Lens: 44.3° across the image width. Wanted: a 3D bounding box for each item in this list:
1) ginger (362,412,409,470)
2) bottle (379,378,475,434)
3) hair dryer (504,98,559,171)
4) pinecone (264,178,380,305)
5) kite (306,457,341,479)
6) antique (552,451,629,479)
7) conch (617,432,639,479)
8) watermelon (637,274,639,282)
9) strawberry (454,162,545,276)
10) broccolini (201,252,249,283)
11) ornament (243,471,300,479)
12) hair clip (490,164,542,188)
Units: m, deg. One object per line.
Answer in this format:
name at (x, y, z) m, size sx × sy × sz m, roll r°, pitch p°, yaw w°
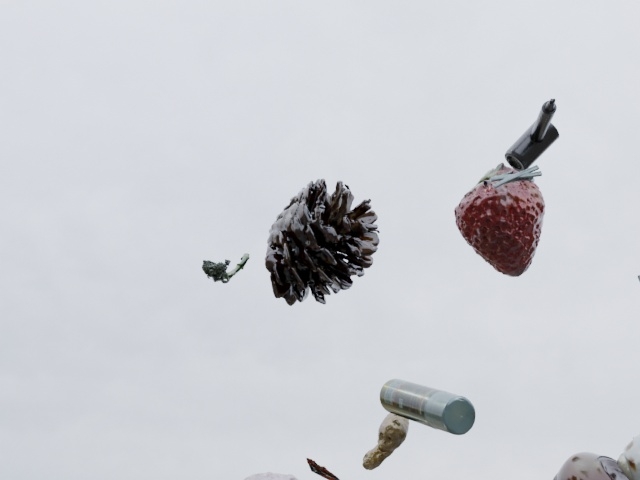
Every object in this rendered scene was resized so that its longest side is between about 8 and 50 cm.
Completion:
ginger at (0.158, 0.475, 1.870) m, size 0.067 × 0.165 × 0.096 m, roll 32°, pitch -22°, yaw 19°
bottle at (0.224, 0.354, 1.689) m, size 0.082 × 0.082 × 0.286 m, roll 13°, pitch -7°, yaw -21°
hair dryer at (0.493, -0.253, 1.796) m, size 0.070 × 0.128 × 0.255 m, roll 43°, pitch -7°, yaw 17°
pinecone at (0.007, 0.002, 1.817) m, size 0.242 × 0.298 × 0.296 m, roll 38°, pitch -58°, yaw -14°
kite at (0.017, 0.437, 1.447) m, size 0.222 × 0.008 × 0.125 m, roll 41°, pitch -24°, yaw -26°
antique at (0.586, 0.534, 1.560) m, size 0.223 × 0.278 × 0.129 m, roll 19°, pitch -69°, yaw -32°
conch at (0.705, 0.446, 1.478) m, size 0.275 × 0.183 × 0.149 m, roll 18°, pitch -23°, yaw 25°
watermelon at (0.978, 0.115, 1.976) m, size 0.283 × 0.250 × 0.292 m, roll -39°, pitch 4°, yaw 14°
strawberry at (0.588, -0.068, 2.479) m, size 0.310 × 0.292 × 0.292 m, roll 44°, pitch -22°, yaw 12°
broccolini at (-0.186, 0.057, 1.587) m, size 0.054 × 0.052 × 0.194 m, roll 2°, pitch 4°, yaw 13°
ornament at (-0.092, 0.607, 1.605) m, size 0.225 × 0.259 × 0.259 m, roll 9°, pitch -22°, yaw 20°
hair clip at (0.444, -0.139, 1.791) m, size 0.115 × 0.030 × 0.039 m, roll -12°, pitch -37°, yaw -7°
